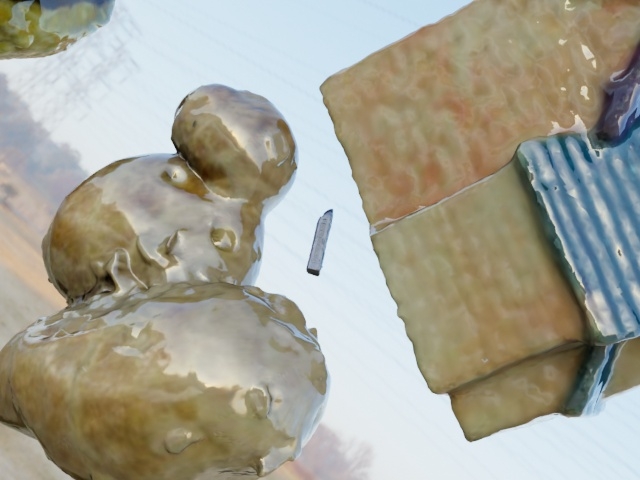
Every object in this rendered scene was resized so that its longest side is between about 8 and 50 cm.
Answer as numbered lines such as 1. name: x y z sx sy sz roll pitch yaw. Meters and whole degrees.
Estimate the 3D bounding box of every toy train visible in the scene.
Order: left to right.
1. toy train: 0.000 0.000 1.043 0.017 0.083 0.017 9 -30 7

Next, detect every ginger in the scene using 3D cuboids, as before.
1. ginger: -0.110 0.032 0.665 0.155 0.245 0.304 42 38 -51

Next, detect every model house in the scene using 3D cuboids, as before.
1. model house: 0.197 -0.038 0.690 0.245 0.280 0.312 20 47 -62

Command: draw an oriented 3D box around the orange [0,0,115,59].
1. orange: -0.377 -0.326 1.010 0.210 0.271 0.368 -48 -122 36
